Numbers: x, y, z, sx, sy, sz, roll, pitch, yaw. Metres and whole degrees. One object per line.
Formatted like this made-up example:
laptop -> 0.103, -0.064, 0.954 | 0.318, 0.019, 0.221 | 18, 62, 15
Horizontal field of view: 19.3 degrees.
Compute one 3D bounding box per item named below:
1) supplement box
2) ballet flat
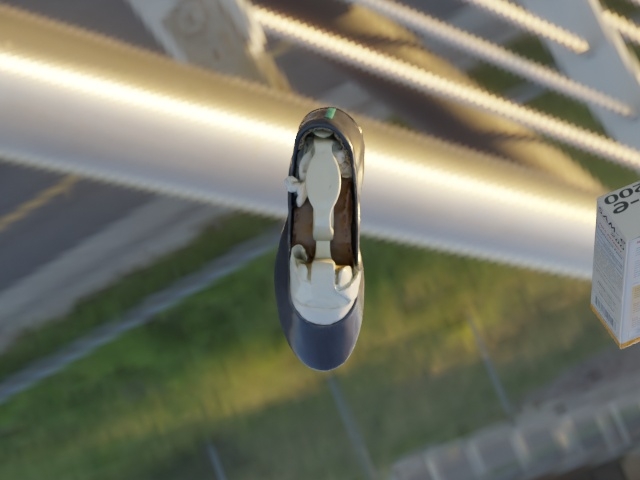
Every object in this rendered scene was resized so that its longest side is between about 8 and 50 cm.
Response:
supplement box -> 0.184, 0.008, 1.033 | 0.062, 0.036, 0.098 | -21, 142, -13
ballet flat -> 0.000, 0.000, 1.422 | 0.074, 0.203, 0.074 | 3, -178, 0
